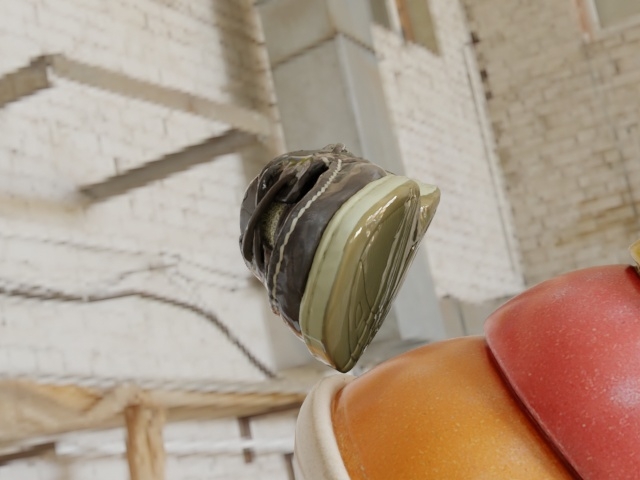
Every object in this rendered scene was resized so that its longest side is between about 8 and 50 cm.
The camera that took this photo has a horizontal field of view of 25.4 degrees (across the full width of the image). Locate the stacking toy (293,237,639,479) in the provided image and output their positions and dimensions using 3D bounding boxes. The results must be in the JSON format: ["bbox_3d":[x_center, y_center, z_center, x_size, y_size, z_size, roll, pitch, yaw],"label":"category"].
[{"bbox_3d":[0.255,0.100,0.883,0.480,0.350,0.350,-41,-21,12],"label":"stacking toy"}]

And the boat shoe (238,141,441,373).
[{"bbox_3d":[0.000,-0.001,0.587,0.073,0.080,0.223,22,9,8],"label":"boat shoe"}]
